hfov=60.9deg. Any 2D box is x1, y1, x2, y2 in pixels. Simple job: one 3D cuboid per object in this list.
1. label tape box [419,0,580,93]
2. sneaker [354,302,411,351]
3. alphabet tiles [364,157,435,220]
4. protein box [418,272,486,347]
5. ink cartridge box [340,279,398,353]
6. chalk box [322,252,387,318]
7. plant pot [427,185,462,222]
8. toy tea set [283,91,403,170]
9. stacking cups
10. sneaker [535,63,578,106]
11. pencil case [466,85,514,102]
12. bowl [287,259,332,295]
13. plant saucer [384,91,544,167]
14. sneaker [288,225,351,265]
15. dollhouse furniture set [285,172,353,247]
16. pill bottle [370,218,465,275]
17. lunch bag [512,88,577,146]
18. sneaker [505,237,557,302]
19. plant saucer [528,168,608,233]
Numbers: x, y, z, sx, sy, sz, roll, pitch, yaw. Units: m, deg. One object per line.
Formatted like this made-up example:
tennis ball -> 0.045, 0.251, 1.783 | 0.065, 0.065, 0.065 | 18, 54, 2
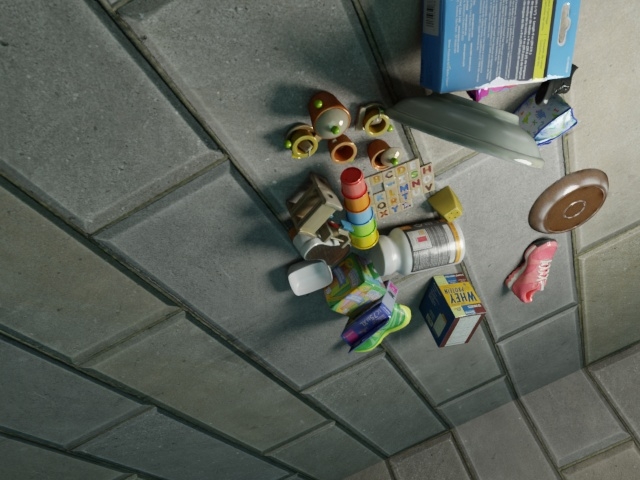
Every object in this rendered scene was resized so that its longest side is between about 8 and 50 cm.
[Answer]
label tape box -> 0.408, -0.487, 1.242 | 0.348, 0.115, 0.249 | -11, 118, -15
sneaker -> 0.218, 0.331, 2.145 | 0.123, 0.109, 0.295 | 38, 117, -21
alphabet tiles -> 0.236, -0.155, 1.668 | 0.237, 0.009, 0.198 | -21, 140, 0
protein box -> 0.504, 0.269, 2.104 | 0.136, 0.199, 0.201 | -6, 137, -18
ink cartridge box -> 0.172, 0.260, 1.905 | 0.186, 0.311, 0.065 | -41, 95, 21
chalk box -> 0.127, 0.143, 1.855 | 0.213, 0.132, 0.132 | -42, 136, 21
plant pot -> 0.407, -0.108, 1.736 | 0.081, 0.083, 0.081 | -35, 137, 16
toy tea set -> 0.085, -0.256, 1.399 | 0.336, 0.124, 0.200 | 4, 134, -27
stacking cups -> 0.113, -0.099, 1.591 | 0.096, 0.096, 0.316 | -19, 144, -3
sneaker -> 0.636, -0.417, 1.462 | 0.089, 0.170, 0.051 | 25, 158, -15
pencil case -> 0.484, -0.435, 1.400 | 0.237, 0.104, 0.104 | -19, 140, -1
bowl -> -0.038, 0.111, 1.808 | 0.142, 0.053, 0.142 | -20, 139, -2
plant saucer -> 0.356, -0.286, 1.314 | 0.401, 0.400, 0.100 | 8, 109, -30
sneaker -> 0.000, 0.000, 1.684 | 0.106, 0.123, 0.290 | -48, 156, 11
dollhouse furniture set -> 0.021, -0.085, 1.562 | 0.184, 0.128, 0.129 | 18, 126, -41
pill bottle -> 0.315, 0.026, 1.782 | 0.279, 0.162, 0.162 | -11, 139, -13
lunch bag -> 0.619, -0.340, 1.537 | 0.151, 0.128, 0.096 | -35, 137, 15
sneaker -> 0.861, 0.125, 2.151 | 0.116, 0.136, 0.313 | -4, 137, -21
plant saucer -> 0.906, -0.125, 1.965 | 0.311, 0.050, 0.310 | -12, 139, -10
